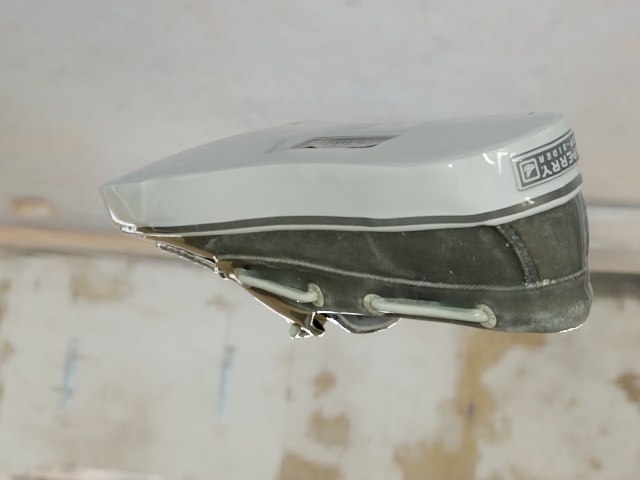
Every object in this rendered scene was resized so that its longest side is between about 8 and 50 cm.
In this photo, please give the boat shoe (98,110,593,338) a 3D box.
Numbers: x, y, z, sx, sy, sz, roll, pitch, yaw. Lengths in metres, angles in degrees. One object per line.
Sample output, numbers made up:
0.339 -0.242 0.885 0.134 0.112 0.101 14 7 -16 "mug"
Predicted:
0.000 0.000 0.616 0.077 0.070 0.219 -22 -165 -36 "boat shoe"
